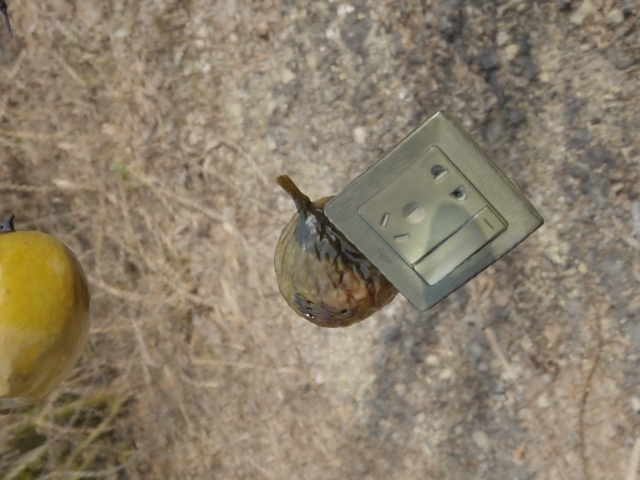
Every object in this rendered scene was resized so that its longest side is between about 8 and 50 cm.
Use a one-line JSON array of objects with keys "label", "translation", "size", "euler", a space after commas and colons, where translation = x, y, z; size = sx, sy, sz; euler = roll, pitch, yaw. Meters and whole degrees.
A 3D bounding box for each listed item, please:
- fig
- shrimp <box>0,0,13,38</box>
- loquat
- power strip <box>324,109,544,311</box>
[{"label": "fig", "translation": [0.000, 0.000, 2.009], "size": [0.286, 0.286, 0.368], "euler": [28, 166, 45]}, {"label": "shrimp", "translation": [-0.333, -0.382, 0.908], "size": [0.166, 0.221, 0.410], "euler": [-33, 78, 12]}, {"label": "loquat", "translation": [-0.398, 0.089, 1.236], "size": [0.244, 0.244, 0.243], "euler": [30, 130, 44]}, {"label": "power strip", "translation": [0.177, -0.047, 1.584], "size": [0.257, 0.092, 0.251], "euler": [-39, 100, 17]}]
